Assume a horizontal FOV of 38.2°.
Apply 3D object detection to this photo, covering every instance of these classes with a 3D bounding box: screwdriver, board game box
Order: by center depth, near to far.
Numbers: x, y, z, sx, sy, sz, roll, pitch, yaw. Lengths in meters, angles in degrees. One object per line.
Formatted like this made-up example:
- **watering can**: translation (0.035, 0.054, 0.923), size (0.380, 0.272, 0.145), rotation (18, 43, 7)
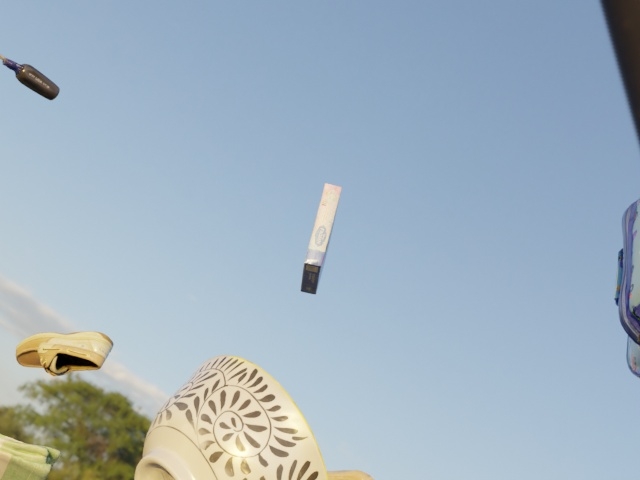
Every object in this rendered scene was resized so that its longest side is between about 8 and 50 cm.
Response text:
- **board game box**: translation (0.000, 0.000, 0.958), size (0.020, 0.090, 0.090), rotation (13, -21, 1)
- **screwdriver**: translation (-0.360, -0.204, 1.012), size (0.170, 0.025, 0.024), rotation (31, 14, -37)

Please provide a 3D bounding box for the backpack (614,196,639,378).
- **backpack**: translation (0.254, 0.029, 0.607), size (0.117, 0.158, 0.173), rotation (18, -35, 2)

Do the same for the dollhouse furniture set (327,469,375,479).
- **dollhouse furniture set**: translation (-0.023, 0.431, 0.844), size (0.174, 0.355, 0.303), rotation (-13, -69, 33)

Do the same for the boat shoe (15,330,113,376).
- **boat shoe**: translation (-0.324, 0.143, 1.146), size (0.135, 0.045, 0.050), rotation (-10, -45, 21)

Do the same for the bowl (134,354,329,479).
- **bowl**: translation (-0.077, 0.173, 0.650), size (0.170, 0.080, 0.170), rotation (18, -65, 43)

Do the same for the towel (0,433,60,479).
- **towel**: translation (-0.505, 0.255, 1.142), size (0.325, 0.038, 0.248), rotation (27, -46, -13)
